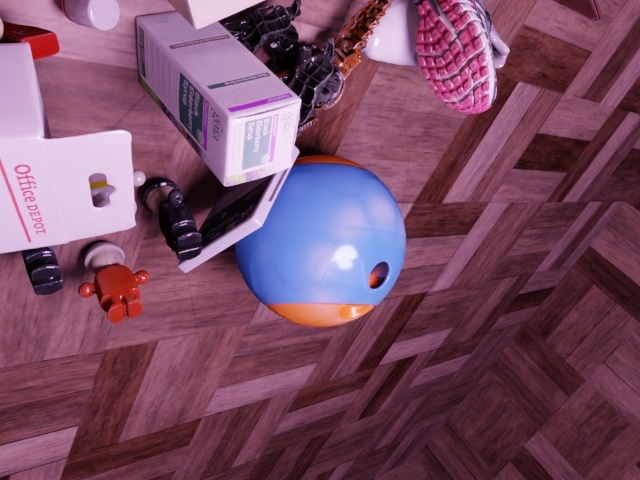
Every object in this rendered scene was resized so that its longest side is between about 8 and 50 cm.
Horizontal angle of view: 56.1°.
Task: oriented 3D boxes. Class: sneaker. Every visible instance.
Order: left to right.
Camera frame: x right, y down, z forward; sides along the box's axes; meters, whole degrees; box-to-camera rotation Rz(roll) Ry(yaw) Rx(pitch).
[{"bbox_3d":[0.194,-0.329,0.974,0.297,0.129,0.111,-16,142,-32],"label":"sneaker"},{"bbox_3d":[0.203,-0.334,0.870,0.112,0.120,0.299,-23,101,-33],"label":"sneaker"}]

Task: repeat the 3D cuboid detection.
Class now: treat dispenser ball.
[{"bbox_3d":[0.000,0.000,1.015,0.288,0.288,0.288,-27,145,-21],"label":"treat dispenser ball"}]

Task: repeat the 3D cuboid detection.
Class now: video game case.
[{"bbox_3d":[-0.123,-0.047,0.903,0.190,0.173,0.022,-28,118,39],"label":"video game case"}]

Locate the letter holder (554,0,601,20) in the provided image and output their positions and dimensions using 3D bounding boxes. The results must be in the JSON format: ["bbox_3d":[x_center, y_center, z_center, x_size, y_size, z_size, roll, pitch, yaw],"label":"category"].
[{"bbox_3d":[0.347,-0.480,0.873,0.301,0.214,0.152,14,119,-52],"label":"letter holder"}]

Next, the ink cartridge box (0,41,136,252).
[{"bbox_3d":[-0.373,-0.075,0.588,0.353,0.119,0.207,-10,156,-21],"label":"ink cartridge box"}]

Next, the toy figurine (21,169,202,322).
[{"bbox_3d":[-0.297,-0.014,0.836,0.213,0.148,0.209,-45,142,10],"label":"toy figurine"}]

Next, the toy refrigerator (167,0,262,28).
[{"bbox_3d":[-0.060,-0.359,0.702,0.269,0.102,0.094,-30,146,-16],"label":"toy refrigerator"}]

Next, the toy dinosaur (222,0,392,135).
[{"bbox_3d":[-0.032,-0.240,0.868,0.322,0.164,0.218,-63,166,6],"label":"toy dinosaur"}]

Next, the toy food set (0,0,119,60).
[{"bbox_3d":[-0.309,-0.252,0.607,0.232,0.104,0.111,-38,138,-39],"label":"toy food set"}]

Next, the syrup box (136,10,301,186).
[{"bbox_3d":[-0.128,-0.178,0.718,0.096,0.237,0.093,-21,143,-29],"label":"syrup box"}]
